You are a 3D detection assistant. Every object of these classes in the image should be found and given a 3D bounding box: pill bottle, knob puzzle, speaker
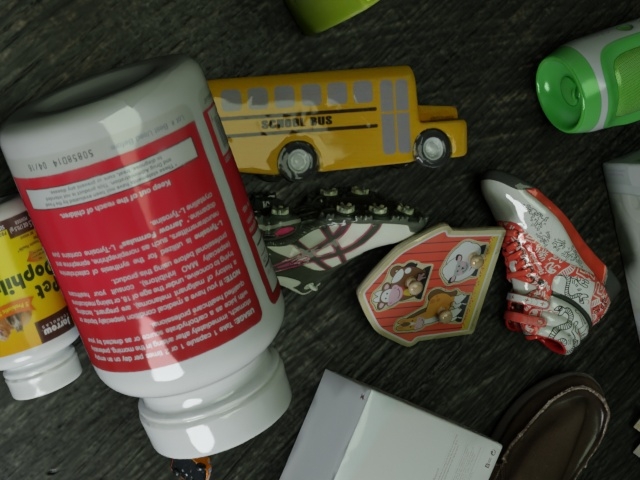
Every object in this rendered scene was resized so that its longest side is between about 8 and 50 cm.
[{"bbox_3d":[-0.342,0.064,1.328,0.117,0.117,0.215,-23,103,-19],"label":"pill bottle"},{"bbox_3d":[0.137,0.064,1.522,0.213,0.030,0.213,-14,130,-17],"label":"knob puzzle"},{"bbox_3d":[0.445,-0.240,1.617,0.296,0.131,0.131,-21,102,-19],"label":"speaker"},{"bbox_3d":[-0.175,0.022,1.310,0.229,0.229,0.408,-25,109,-18],"label":"pill bottle"}]

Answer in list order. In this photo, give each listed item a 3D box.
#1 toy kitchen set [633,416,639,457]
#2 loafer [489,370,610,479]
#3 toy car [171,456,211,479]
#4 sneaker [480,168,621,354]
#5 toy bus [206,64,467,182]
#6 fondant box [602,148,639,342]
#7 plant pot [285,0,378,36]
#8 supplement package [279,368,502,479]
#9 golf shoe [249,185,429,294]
[{"bbox_3d":[0.501,0.283,1.742,0.083,0.075,0.068,36,122,11],"label":"toy kitchen set"},{"bbox_3d":[0.278,0.337,1.596,0.134,0.130,0.366,44,78,-19],"label":"loafer"},{"bbox_3d":[-0.151,0.241,1.457,0.040,0.060,0.122,-12,108,-53],"label":"toy car"},{"bbox_3d":[0.281,0.037,1.594,0.270,0.090,0.145,44,76,-22],"label":"sneaker"},{"bbox_3d":[0.011,-0.142,1.460,0.332,0.108,0.130,-7,96,-21],"label":"toy bus"},{"bbox_3d":[0.520,0.042,1.610,0.096,0.238,0.330,-20,102,-20],"label":"fondant box"},{"bbox_3d":[0.042,-0.397,1.392,0.228,0.227,0.207,-38,101,-15],"label":"plant pot"},{"bbox_3d":[0.080,0.296,1.502,0.203,0.149,0.194,26,85,-22],"label":"supplement package"},{"bbox_3d":[0.000,0.000,1.485,0.272,0.105,0.120,-4,112,-16],"label":"golf shoe"}]
